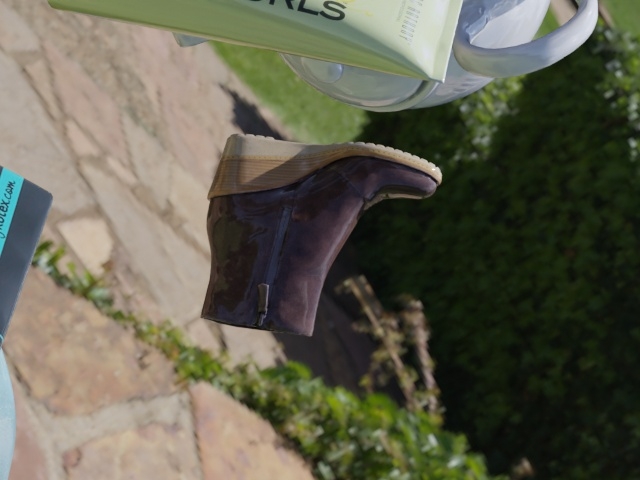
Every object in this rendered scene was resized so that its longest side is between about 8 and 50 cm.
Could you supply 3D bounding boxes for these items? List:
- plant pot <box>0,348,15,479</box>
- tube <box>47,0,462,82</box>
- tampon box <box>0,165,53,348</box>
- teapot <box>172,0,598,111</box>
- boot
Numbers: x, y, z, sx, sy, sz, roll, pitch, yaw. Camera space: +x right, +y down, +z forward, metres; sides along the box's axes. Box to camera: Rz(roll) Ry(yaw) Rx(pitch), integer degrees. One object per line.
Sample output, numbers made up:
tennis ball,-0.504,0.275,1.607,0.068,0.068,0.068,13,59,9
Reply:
plant pot,-0.481,0.191,1.380,0.247,0.252,0.247,31,14,26
tube,-0.038,-0.145,0.735,0.062,0.240,0.070,20,83,-84
tampon box,-0.172,0.018,0.317,0.161,0.101,0.120,29,45,-21
teapot,0.049,-0.187,0.956,0.252,0.256,0.187,38,56,-6
boot,0.000,0.000,1.345,0.090,0.248,0.207,117,-22,-81
